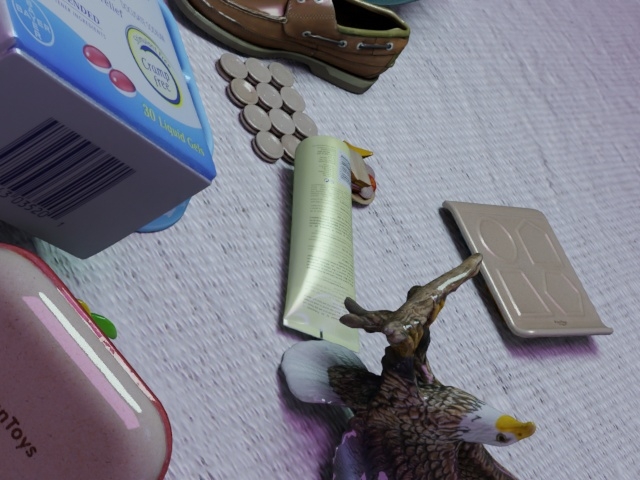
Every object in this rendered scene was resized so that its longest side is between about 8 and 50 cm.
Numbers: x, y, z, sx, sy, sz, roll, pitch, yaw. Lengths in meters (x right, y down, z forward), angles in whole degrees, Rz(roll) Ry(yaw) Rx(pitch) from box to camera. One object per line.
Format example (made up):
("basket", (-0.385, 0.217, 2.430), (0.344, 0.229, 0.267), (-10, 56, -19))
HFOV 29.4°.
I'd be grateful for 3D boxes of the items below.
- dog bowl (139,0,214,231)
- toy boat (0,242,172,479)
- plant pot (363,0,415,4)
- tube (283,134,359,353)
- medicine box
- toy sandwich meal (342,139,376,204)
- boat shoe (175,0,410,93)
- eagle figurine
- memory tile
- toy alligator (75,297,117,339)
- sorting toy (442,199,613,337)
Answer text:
("dog bowl", (-0.195, -0.151, 1.175), (0.166, 0.074, 0.297), (9, 49, -41))
("toy boat", (-0.207, 0.108, 0.885), (0.231, 0.151, 0.151), (51, 5, 3))
("plant pot", (0.105, -0.454, 1.616), (0.293, 0.293, 0.235), (39, 50, -13))
("tube", (0.000, 0.000, 1.258), (0.070, 0.062, 0.240), (-4, 54, 4))
("medicine box", (-0.242, -0.170, 0.957), (0.263, 0.149, 0.289), (34, 31, -58))
("toy sandwich meal", (0.042, -0.080, 1.383), (0.085, 0.029, 0.085), (36, 39, -35))
("boat shoe", (-0.028, -0.275, 1.443), (0.307, 0.104, 0.110), (12, 48, -40))
("eagle figurine", (0.113, 0.193, 1.115), (0.226, 0.225, 0.298), (-19, 103, -12))
("memory tile", (-0.053, -0.146, 1.374), (0.113, 0.012, 0.148), (1, 56, -46))
("toy alligator", (-0.242, 0.041, 0.951), (0.190, 0.056, 0.051), (39, 78, -31))
("sorting toy", (0.252, 0.039, 1.504), (0.193, 0.038, 0.208), (3, 50, -45))
